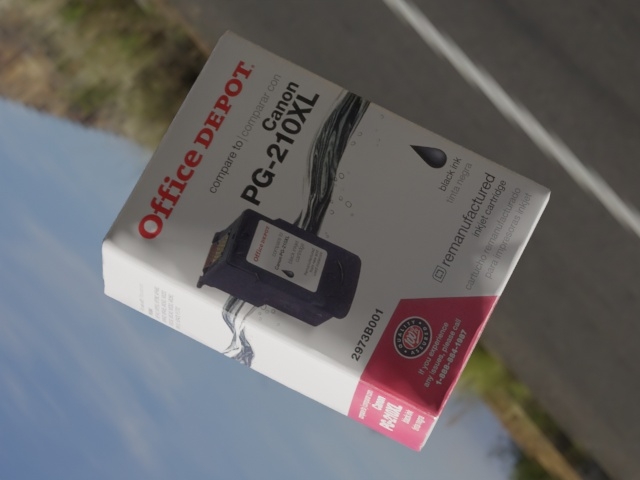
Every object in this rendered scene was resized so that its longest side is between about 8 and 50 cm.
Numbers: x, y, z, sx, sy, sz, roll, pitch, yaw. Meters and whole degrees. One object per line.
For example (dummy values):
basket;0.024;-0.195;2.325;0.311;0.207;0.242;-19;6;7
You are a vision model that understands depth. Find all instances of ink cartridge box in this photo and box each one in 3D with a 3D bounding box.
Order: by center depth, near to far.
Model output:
ink cartridge box;0.000;0.000;1.277;0.237;0.172;0.100;27;162;5
